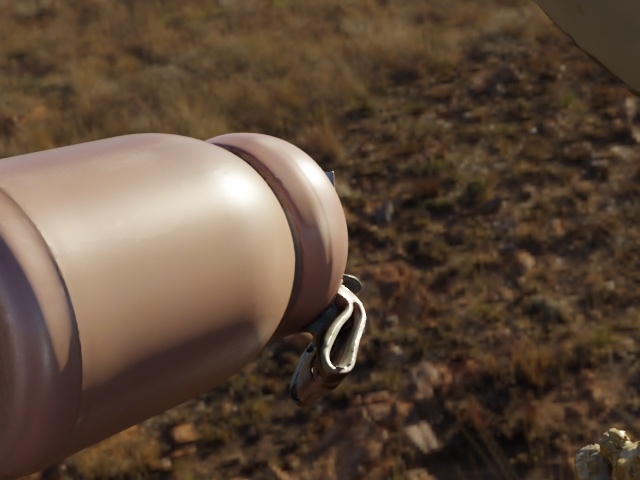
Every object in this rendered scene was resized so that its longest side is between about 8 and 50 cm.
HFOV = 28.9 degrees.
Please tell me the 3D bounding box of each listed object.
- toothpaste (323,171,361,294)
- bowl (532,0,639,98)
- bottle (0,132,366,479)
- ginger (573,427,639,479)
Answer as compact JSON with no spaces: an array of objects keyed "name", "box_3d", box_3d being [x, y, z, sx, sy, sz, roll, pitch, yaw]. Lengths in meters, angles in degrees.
[{"name":"toothpaste","box_3d":[0.000,0.000,1.071,0.070,0.044,0.193,-3,-22,0]},{"name":"bowl","box_3d":[0.291,-0.136,0.668,0.337,0.157,0.337,-21,0,0]},{"name":"bottle","box_3d":[-0.106,0.035,0.754,0.297,0.206,0.173,-19,-20,-51]},{"name":"ginger","box_3d":[0.265,0.198,0.859,0.081,0.115,0.205,-19,53,-45]}]
